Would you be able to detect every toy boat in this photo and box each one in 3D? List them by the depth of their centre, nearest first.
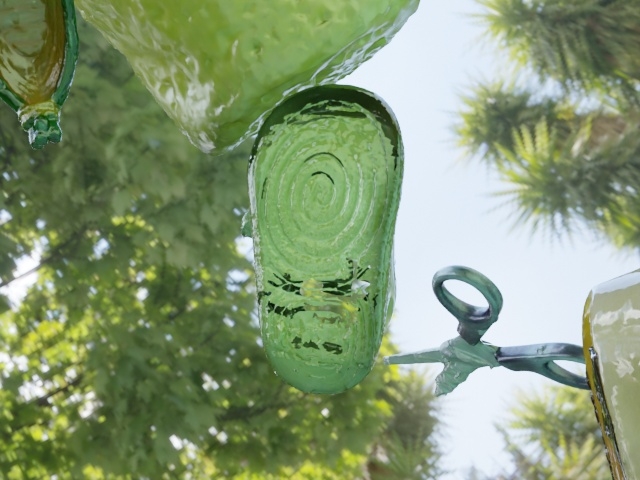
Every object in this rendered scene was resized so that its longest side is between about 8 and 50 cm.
[{"bbox_3d":[-0.234,-0.184,0.786,0.089,0.088,0.229,-11,-59,-8],"label":"toy boat"}]

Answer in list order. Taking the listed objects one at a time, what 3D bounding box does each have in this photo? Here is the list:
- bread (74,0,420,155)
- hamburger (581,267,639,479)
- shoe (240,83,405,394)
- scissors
[{"bbox_3d":[-0.078,-0.272,1.004,0.348,0.348,0.307,-32,-91,-15],"label":"bread"},{"bbox_3d":[0.233,0.111,0.640,0.116,0.210,0.173,-13,-11,7],"label":"hamburger"},{"bbox_3d":[-0.002,0.000,0.890,0.140,0.128,0.262,0,-92,-1],"label":"shoe"},{"bbox_3d":[0.190,0.144,1.338,0.256,0.383,0.029,34,-114,-9],"label":"scissors"}]
